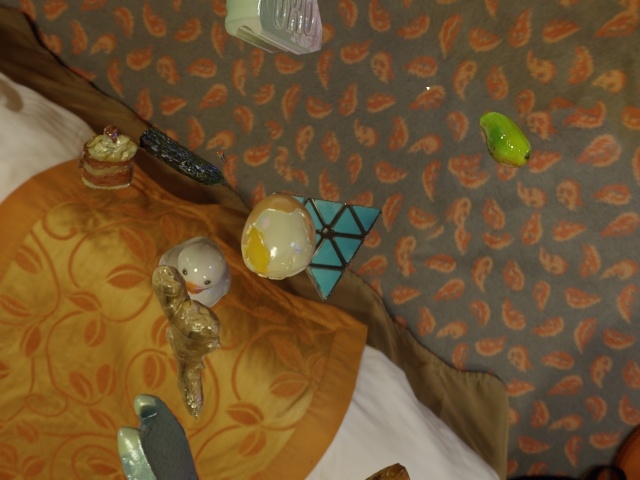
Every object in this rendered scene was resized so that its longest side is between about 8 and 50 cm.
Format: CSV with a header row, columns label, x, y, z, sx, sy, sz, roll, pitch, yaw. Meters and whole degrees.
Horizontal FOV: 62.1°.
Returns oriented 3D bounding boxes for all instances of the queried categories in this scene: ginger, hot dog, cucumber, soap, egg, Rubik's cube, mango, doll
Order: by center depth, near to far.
label,x,y,z,sx,sy,sz,roll,pitch,yaw
egg,-0.039,-0.005,0.505,0.071,0.071,0.083,-5,77,13
ginger,-0.264,0.205,1.070,0.147,0.081,0.334,10,116,13
hot dog,-0.544,-0.215,1.369,0.213,0.146,0.103,-51,50,43
Rubik's cube,0.001,0.002,1.435,0.233,0.228,0.228,20,106,27
cucumber,-0.374,-0.218,1.452,0.265,0.077,0.077,33,112,-30
soap,-0.115,-0.629,1.461,0.115,0.347,0.208,10,98,25
doll,-0.342,0.072,1.497,0.221,0.251,0.221,3,128,4
mango,0.589,-0.323,1.712,0.125,0.111,0.233,-51,51,27

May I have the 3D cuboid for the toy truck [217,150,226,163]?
label,x,y,z,sx,sy,sz,roll,pitch,yaw
toy truck,-0.352,-0.298,1.905,0.024,0.083,0.032,-18,84,-4

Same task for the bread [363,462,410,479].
label,x,y,z,sx,sy,sz,roll,pitch,yaw
bread,0.124,0.617,1.147,0.099,0.235,0.211,-15,92,39

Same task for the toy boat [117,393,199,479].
label,x,y,z,sx,sy,sz,roll,pitch,yaw
toy boat,-0.424,0.562,1.343,0.123,0.215,0.330,-18,113,6
